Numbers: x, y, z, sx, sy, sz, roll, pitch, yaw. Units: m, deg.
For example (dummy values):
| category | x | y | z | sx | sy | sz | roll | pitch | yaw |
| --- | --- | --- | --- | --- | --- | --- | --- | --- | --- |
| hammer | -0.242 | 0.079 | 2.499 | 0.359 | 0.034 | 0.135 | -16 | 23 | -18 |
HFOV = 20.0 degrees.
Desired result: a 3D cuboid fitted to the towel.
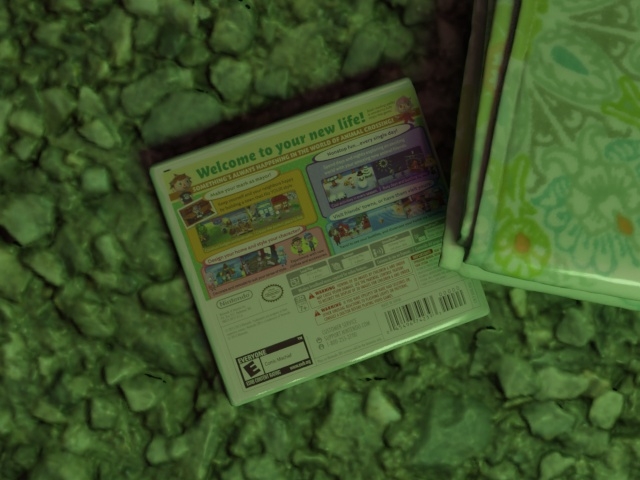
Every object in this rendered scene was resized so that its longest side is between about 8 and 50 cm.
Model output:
| category | x | y | z | sx | sy | sz | roll | pitch | yaw |
| --- | --- | --- | --- | --- | --- | --- | --- | --- | --- |
| towel | 0.286 | -0.097 | 1.353 | 0.374 | 0.090 | 0.321 | 10 | 77 | -3 |

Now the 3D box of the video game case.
| category | x | y | z | sx | sy | sz | roll | pitch | yaw |
| --- | --- | --- | --- | --- | --- | --- | --- | --- | --- |
| video game case | 0.000 | 0.000 | 1.375 | 0.212 | 0.023 | 0.193 | -20 | 93 | -7 |
